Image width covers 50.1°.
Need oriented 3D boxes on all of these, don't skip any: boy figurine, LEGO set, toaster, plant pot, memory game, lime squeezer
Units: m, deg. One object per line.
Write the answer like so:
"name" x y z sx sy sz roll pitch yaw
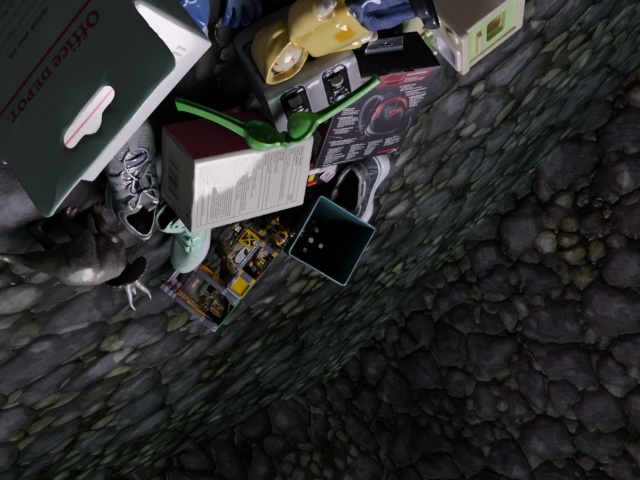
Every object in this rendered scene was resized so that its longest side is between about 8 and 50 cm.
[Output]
"boy figurine" 0.020 -0.313 1.001 0.285 0.092 0.177 -16 174 18
"LEGO set" -0.231 0.043 1.628 0.331 0.192 0.255 -50 -177 19
"toaster" -0.040 -0.297 1.150 0.168 0.186 0.110 -28 157 -5
"LEGO set" 0.038 -0.191 1.675 0.244 0.060 0.182 -41 157 11
"plant pot" 0.000 0.000 1.779 0.165 0.165 0.234 -61 -167 -7
"memory game" -0.188 0.025 1.829 0.186 0.012 0.186 -33 160 -14
"lime squeezer" -0.060 -0.196 1.070 0.310 0.059 0.110 -6 122 3

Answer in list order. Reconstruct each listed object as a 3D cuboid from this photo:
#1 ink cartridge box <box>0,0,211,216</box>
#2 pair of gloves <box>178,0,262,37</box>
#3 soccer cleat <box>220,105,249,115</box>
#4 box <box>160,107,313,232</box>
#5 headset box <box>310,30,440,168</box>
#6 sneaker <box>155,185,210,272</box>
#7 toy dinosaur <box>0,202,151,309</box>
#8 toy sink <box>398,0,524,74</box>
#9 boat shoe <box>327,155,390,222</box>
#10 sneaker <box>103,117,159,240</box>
"ink cartridge box" -0.257 -0.207 0.685 0.207 0.353 0.119 -43 160 16
"pair of gloves" -0.156 -0.357 1.020 0.198 0.023 0.159 -33 158 -17
"soccer cleat" -0.135 -0.212 1.319 0.076 0.068 0.196 -46 162 31
"box" -0.148 -0.129 1.198 0.232 0.127 0.149 -17 135 -32
"headset box" 0.096 -0.295 1.403 0.218 0.110 0.293 -14 152 -23
"sneaker" -0.296 -0.024 1.407 0.151 0.094 0.256 -22 146 -51
"toy dinosaur" -0.416 0.025 1.215 0.121 0.160 0.313 -43 161 14
"toy sink" 0.297 -0.451 1.428 0.234 0.131 0.153 -37 160 0
"boat shoe" 0.072 -0.120 1.791 0.119 0.121 0.335 -29 158 -27
"sneaker" -0.309 -0.107 1.170 0.105 0.115 0.281 -29 159 -23
